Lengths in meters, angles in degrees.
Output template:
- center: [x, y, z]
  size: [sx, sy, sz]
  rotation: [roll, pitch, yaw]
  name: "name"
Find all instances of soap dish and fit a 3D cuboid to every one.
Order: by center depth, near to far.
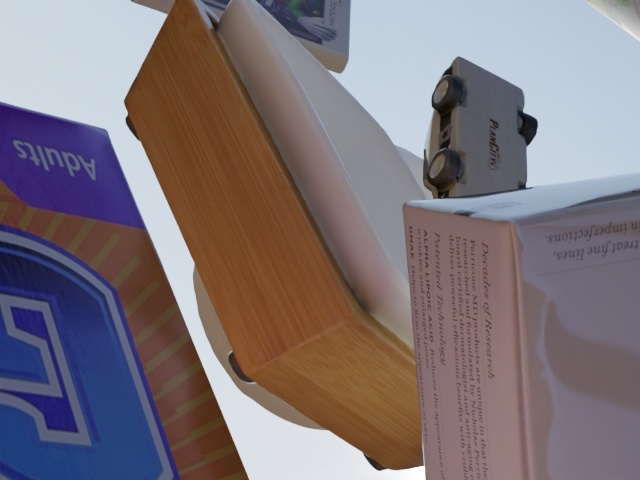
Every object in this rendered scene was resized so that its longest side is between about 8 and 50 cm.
- center: [0.000, 0.000, 0.984]
  size: [0.229, 0.118, 0.290]
  rotation: [40, 18, -50]
  name: "soap dish"

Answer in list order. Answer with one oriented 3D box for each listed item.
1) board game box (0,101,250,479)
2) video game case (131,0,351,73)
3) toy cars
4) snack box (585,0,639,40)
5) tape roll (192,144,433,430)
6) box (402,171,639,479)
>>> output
- center: [-0.240, 0.175, 0.450]
  size: [0.356, 0.356, 0.356]
  rotation: [12, 48, -56]
  name: "board game box"
- center: [-0.064, -0.225, 1.335]
  size: [0.173, 0.190, 0.022]
  rotation: [-87, -162, -54]
  name: "video game case"
- center: [0.185, 0.019, 1.348]
  size: [0.087, 0.176, 0.393]
  rotation: [-44, -109, 41]
  name: "toy cars"
- center: [0.250, -0.214, 1.128]
  size: [0.174, 0.070, 0.207]
  rotation: [45, -2, 33]
  name: "snack box"
- center: [0.019, 0.041, 1.514]
  size: [0.286, 0.100, 0.286]
  rotation: [4, -81, 28]
  name: "tape roll"
- center: [0.150, 0.061, 0.765]
  size: [0.119, 0.181, 0.181]
  rotation: [-166, -111, -66]
  name: "box"
